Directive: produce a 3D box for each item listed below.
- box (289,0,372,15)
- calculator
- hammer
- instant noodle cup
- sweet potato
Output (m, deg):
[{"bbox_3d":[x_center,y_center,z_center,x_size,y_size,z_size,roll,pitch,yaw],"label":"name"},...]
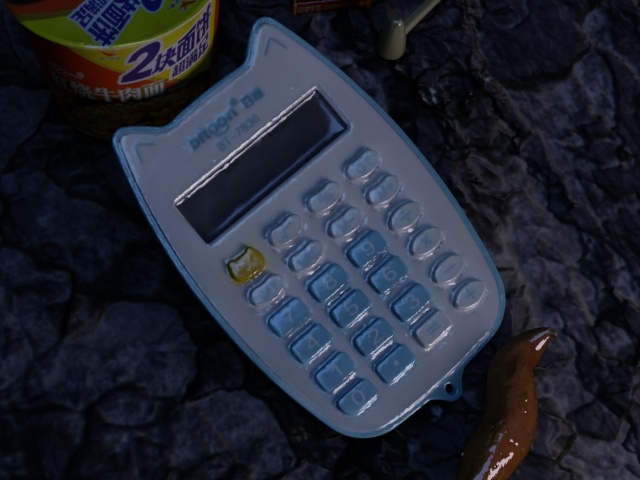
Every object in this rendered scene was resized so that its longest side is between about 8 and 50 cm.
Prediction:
[{"bbox_3d":[0.008,-0.258,1.841,0.082,0.023,0.052,-7,68,-8],"label":"box"},{"bbox_3d":[0.000,0.000,1.678,0.256,0.054,0.386,-41,89,-19],"label":"calculator"},{"bbox_3d":[0.125,-0.260,1.838,0.028,0.060,0.195,38,65,12],"label":"hammer"},{"bbox_3d":[-0.185,-0.207,1.709,0.213,0.174,0.213,-1,56,2],"label":"instant noodle cup"},{"bbox_3d":[0.167,0.166,1.656,0.055,0.058,0.202,-4,53,41],"label":"sweet potato"}]
